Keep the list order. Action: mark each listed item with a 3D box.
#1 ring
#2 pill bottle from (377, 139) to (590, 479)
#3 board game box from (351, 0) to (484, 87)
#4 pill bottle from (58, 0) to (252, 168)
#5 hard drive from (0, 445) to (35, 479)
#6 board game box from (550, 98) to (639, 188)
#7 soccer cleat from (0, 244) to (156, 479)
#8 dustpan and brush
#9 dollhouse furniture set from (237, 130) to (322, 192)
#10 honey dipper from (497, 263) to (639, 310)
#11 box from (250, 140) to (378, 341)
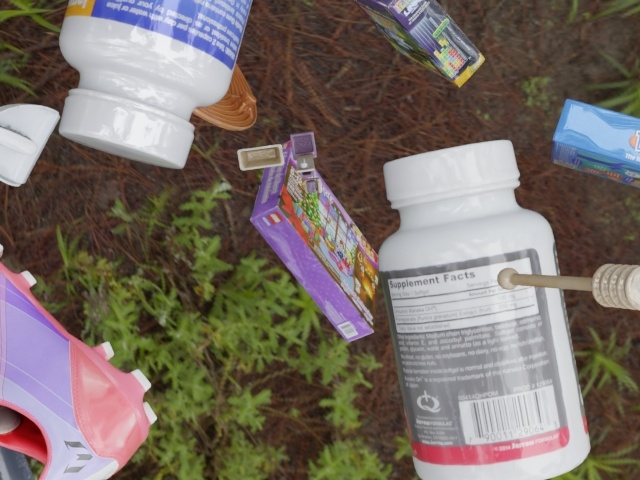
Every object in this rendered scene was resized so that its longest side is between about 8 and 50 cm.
[{"bbox_3d":[-0.200,-0.285,1.265,0.032,0.336,0.336,-39,116,19],"label":"ring"},{"bbox_3d":[0.153,0.068,0.929,0.176,0.176,0.318,-10,90,-19],"label":"pill bottle"},{"bbox_3d":[0.099,-0.262,1.102,0.141,0.170,0.048,38,96,-33],"label":"board game box"},{"bbox_3d":[-0.138,-0.207,0.818,0.152,0.152,0.271,17,86,-24],"label":"pill bottle"},{"bbox_3d":[-0.553,0.370,1.552,0.054,0.172,0.254,-20,84,-50],"label":"hard drive"},{"bbox_3d":[0.343,-0.080,0.949,0.210,0.160,0.047,19,91,13],"label":"board game box"},{"bbox_3d":[-0.213,0.073,0.610,0.095,0.248,0.083,-38,146,-34],"label":"soccer cleat"},{"bbox_3d":[-0.526,-0.174,1.515,0.211,0.060,0.147,24,97,-47],"label":"dustpan and brush"},{"bbox_3d":[-0.059,-0.096,1.348,0.114,0.081,0.090,-7,114,2],"label":"dollhouse furniture set"},{"bbox_3d":[0.178,0.029,0.678,0.031,0.161,0.030,-1,92,-23],"label":"honey dipper"},{"bbox_3d":[0.000,0.000,1.566,0.057,0.200,0.293,-24,121,23],"label":"box"}]
